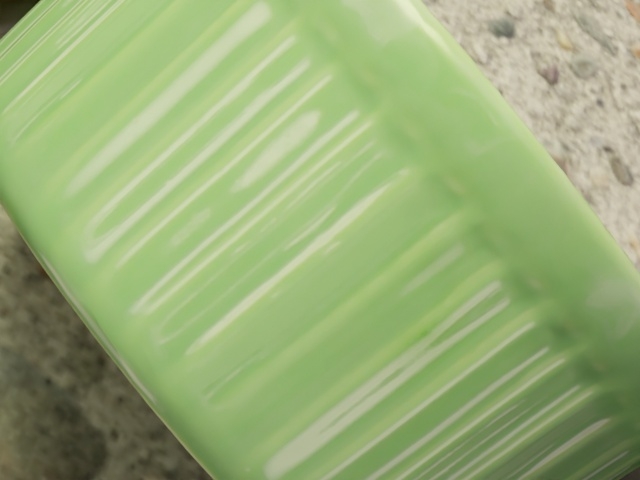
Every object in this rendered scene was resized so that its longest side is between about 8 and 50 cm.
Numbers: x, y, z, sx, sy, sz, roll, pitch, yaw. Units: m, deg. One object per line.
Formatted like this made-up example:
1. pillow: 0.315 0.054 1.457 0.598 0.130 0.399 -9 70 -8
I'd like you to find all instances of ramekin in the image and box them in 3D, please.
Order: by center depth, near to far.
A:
1. ramekin: 0.000 0.000 0.666 0.303 0.148 0.303 50 1 -2

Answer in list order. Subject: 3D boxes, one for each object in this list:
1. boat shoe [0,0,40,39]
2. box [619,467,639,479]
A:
1. boat shoe: -0.199 -0.084 0.690 0.156 0.136 0.367 57 36 3
2. box: 0.138 0.152 0.829 0.216 0.060 0.270 10 57 -31
